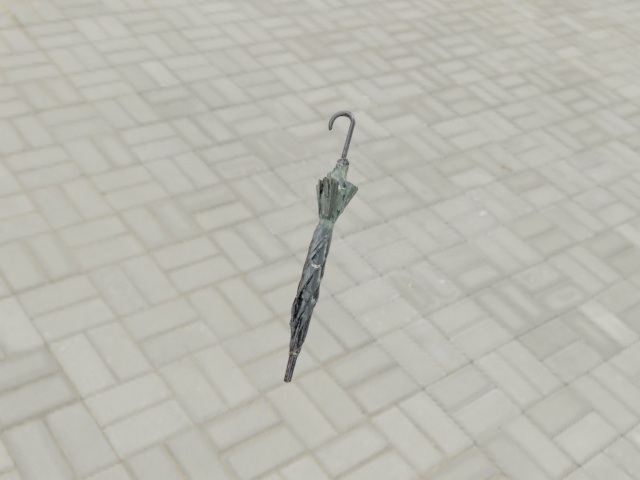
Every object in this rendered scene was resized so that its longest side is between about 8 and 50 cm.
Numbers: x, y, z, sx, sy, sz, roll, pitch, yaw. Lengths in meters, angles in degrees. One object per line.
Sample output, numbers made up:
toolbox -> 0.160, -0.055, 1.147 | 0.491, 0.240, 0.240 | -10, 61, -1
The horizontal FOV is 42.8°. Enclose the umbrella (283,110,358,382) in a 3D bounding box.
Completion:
umbrella -> 0.005, 0.000, 0.761 | 0.044, 0.044, 0.269 | 4, 74, 23
